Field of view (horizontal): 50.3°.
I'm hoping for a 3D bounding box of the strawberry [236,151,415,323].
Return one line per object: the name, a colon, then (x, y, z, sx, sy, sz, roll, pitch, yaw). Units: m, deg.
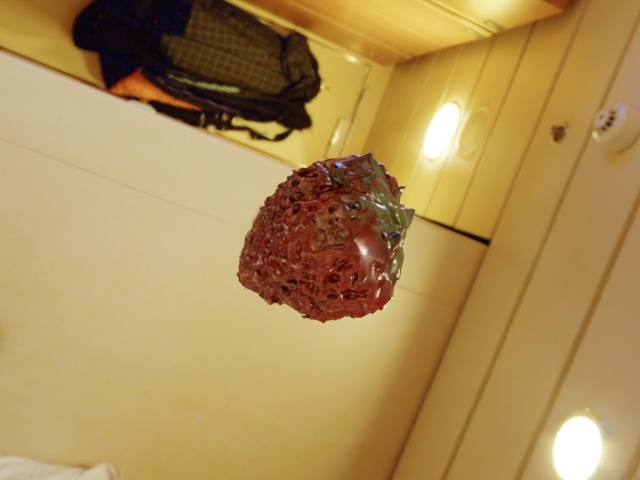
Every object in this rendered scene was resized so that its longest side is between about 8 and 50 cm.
strawberry: (0.000, 0.000, 0.732, 0.201, 0.184, 0.187, -17, -116, 22)
